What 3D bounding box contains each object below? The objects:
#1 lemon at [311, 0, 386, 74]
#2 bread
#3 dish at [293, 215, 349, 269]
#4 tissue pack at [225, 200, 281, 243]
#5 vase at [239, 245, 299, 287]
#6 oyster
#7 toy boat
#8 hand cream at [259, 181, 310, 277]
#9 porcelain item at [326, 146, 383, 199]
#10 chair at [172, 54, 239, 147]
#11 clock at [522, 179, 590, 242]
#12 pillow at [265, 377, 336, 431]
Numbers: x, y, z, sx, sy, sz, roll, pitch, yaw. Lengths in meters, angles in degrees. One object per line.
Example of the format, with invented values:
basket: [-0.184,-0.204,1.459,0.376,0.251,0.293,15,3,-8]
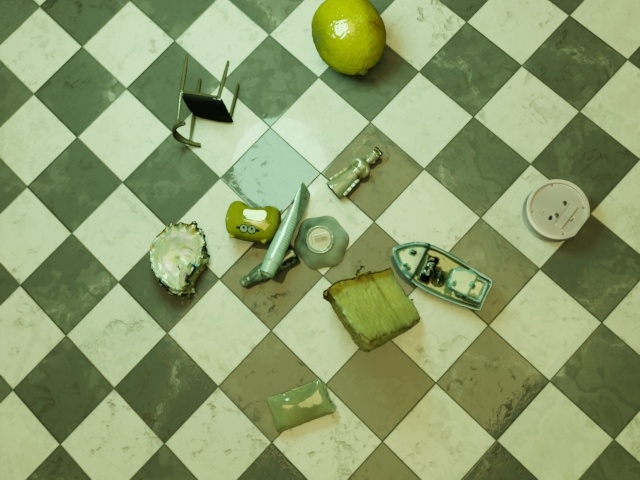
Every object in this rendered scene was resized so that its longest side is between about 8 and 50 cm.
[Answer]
lemon: [0.095,-0.694,1.978,0.267,0.267,0.268,-1,80,5]
bread: [0.168,0.191,1.791,0.278,0.315,0.249,-28,80,-11]
dish: [0.000,0.000,1.951,0.190,0.066,0.191,-1,80,5]
tissue pack: [-0.224,-0.054,1.950,0.178,0.123,0.127,10,81,7]
vase: [-0.174,0.093,1.952,0.211,0.060,0.060,-29,79,-2]
oyster: [-0.468,0.067,1.973,0.198,0.092,0.260,-14,70,2]
toy boat: [0.379,0.102,1.867,0.331,0.133,0.145,27,84,9]
hand cream: [-0.106,-0.034,1.926,0.058,0.085,0.331,16,70,30]
porcelain item: [0.121,-0.234,1.988,0.213,0.054,0.084,-41,82,-2]
chair: [-0.392,-0.462,2.011,0.166,0.188,0.273,10,77,8]
clock: [0.759,-0.095,1.903,0.196,0.068,0.197,-1,80,5]
pillow: [-0.062,0.523,1.870,0.208,0.053,0.119,-23,77,4]
